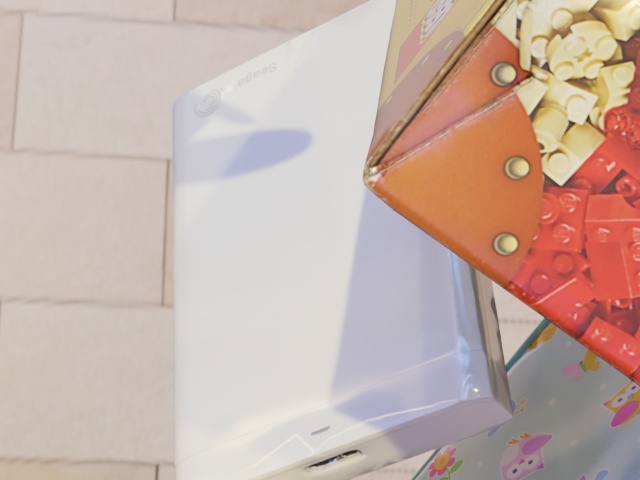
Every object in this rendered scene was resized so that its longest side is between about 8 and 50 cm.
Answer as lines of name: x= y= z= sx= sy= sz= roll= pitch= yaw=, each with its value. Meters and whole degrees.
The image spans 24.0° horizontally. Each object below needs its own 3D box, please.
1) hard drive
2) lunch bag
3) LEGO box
hard drive: x=0.000 y=0.000 z=0.908 sx=0.203 sy=0.040 sz=0.307 roll=-23 pitch=50 yaw=23
lunch bag: x=0.177 y=0.150 z=0.969 sx=0.279 sy=0.224 sz=0.108 roll=-47 pitch=115 yaw=-9
LEGO box: x=0.235 y=-0.074 z=0.705 sx=0.372 sy=0.500 sz=0.193 roll=36 pitch=111 yaw=-8
